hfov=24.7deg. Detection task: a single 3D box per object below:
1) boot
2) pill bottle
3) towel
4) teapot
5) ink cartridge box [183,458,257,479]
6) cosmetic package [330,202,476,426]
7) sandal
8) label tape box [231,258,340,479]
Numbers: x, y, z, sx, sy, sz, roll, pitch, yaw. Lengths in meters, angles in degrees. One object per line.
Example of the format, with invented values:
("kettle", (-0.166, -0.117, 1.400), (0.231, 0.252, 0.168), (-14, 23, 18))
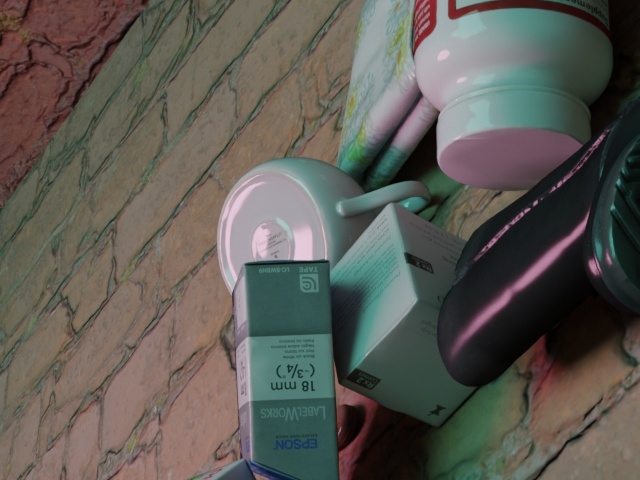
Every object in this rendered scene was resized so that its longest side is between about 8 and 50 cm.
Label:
("boot", (0.236, 0.022, 1.393), (0.367, 0.146, 0.445), (-50, 6, -40))
("pill bottle", (0.223, -0.277, 1.701), (0.229, 0.229, 0.408), (-27, 54, 52))
("towel", (0.111, -0.258, 1.986), (0.374, 0.090, 0.320), (124, 162, -60))
("teapot", (0.000, 0.000, 1.972), (0.256, 0.187, 0.252), (28, 113, 39))
("ink cartridge box", (-0.185, 0.398, 1.626), (0.270, 0.197, 0.198), (-25, 2, 36))
("cosmetic package", (0.109, 0.087, 1.707), (0.151, 0.151, 0.184), (-50, 30, 27))
("sandal", (-0.020, 0.268, 1.905), (0.180, 0.049, 0.072), (-46, 31, 33))
("label tape box", (-0.042, 0.205, 1.717), (0.240, 0.106, 0.334), (121, 146, -78))
